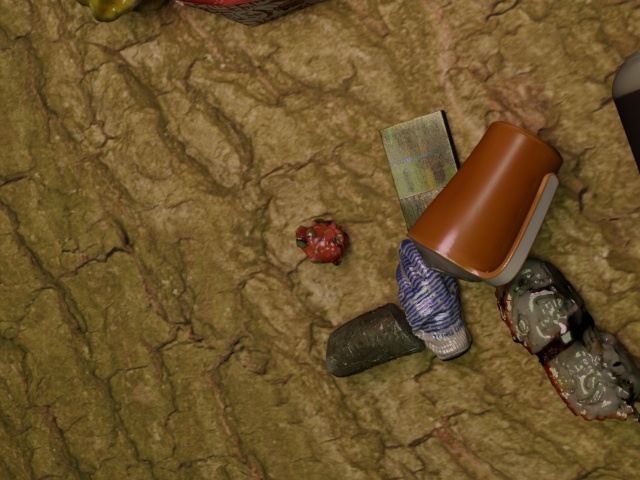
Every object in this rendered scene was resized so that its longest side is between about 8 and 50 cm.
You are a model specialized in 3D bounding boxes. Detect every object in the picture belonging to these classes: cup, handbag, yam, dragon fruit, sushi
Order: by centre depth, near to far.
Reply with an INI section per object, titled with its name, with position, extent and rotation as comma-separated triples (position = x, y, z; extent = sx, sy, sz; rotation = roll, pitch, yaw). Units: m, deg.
[cup]
position = 0.279, -0.046, 1.266
extent = 0.182, 0.226, 0.264
rotation = 28, 94, -26
[sushi]
position = 0.408, 0.162, 1.305
extent = 0.130, 0.124, 0.332
rotation = -39, 81, 32
[handbag]
position = -0.109, -0.474, 1.391
extent = 0.298, 0.171, 0.151
rotation = -11, 96, 23
[yam]
position = 0.094, 0.184, 1.460
extent = 0.183, 0.107, 0.107
rotation = -28, 88, 27
[dragon fruit]
position = -0.002, 0.001, 1.480
extent = 0.116, 0.086, 0.081
rotation = 11, 142, 29

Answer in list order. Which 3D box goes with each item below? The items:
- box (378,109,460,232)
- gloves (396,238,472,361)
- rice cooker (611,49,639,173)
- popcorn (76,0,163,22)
[box]
position = 0.187, -0.121, 1.403
extent = 0.121, 0.030, 0.193
rotation = -15, 92, 25
[gloves]
position = 0.199, 0.102, 1.412
extent = 0.119, 0.097, 0.229
rotation = -26, 83, -5
[rice cooker]
position = 0.595, -0.143, 1.065
extent = 0.335, 0.335, 0.325
rotation = -20, 90, 25
[popcorn]
position = -0.355, -0.554, 1.409
extent = 0.312, 0.312, 0.312
rotation = 4, 101, 23
